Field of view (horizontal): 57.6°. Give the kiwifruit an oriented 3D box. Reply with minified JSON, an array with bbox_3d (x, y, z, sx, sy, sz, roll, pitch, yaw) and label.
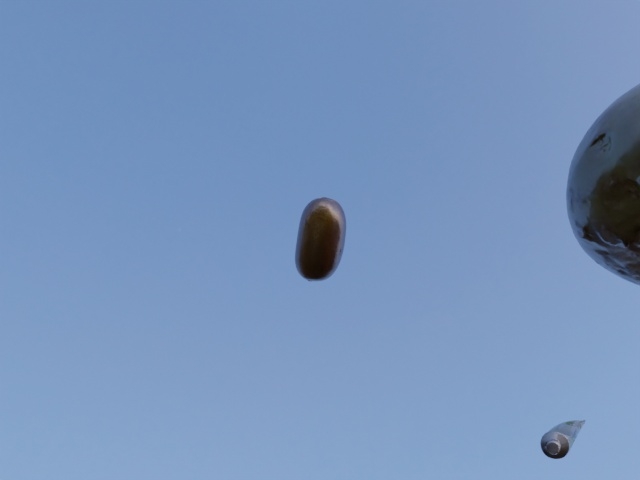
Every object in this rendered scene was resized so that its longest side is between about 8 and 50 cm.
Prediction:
[{"bbox_3d":[0.000,0.000,0.840,0.075,0.075,0.125,11,-83,-10],"label":"kiwifruit"}]

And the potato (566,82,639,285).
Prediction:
[{"bbox_3d":[0.277,-0.023,0.322,0.262,0.165,0.165,11,-57,17],"label":"potato"}]

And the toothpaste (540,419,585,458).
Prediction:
[{"bbox_3d":[0.465,0.379,1.122,0.078,0.047,0.248,-33,-22,21],"label":"toothpaste"}]
